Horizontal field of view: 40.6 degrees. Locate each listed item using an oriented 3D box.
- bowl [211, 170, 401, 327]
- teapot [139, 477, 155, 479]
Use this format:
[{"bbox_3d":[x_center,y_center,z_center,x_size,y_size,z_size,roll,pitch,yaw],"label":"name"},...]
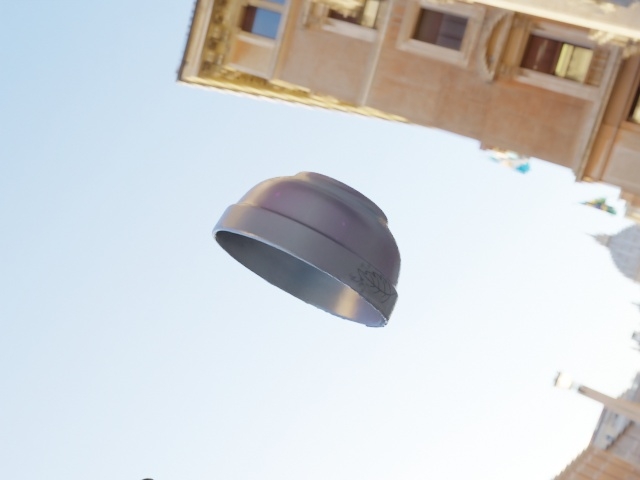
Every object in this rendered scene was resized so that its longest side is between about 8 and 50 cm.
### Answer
[{"bbox_3d":[0.000,0.000,1.269,0.143,0.287,0.287,-61,-27,-14],"label":"bowl"},{"bbox_3d":[-0.141,0.310,0.579,0.321,0.240,0.239,-56,-21,-27],"label":"teapot"}]
